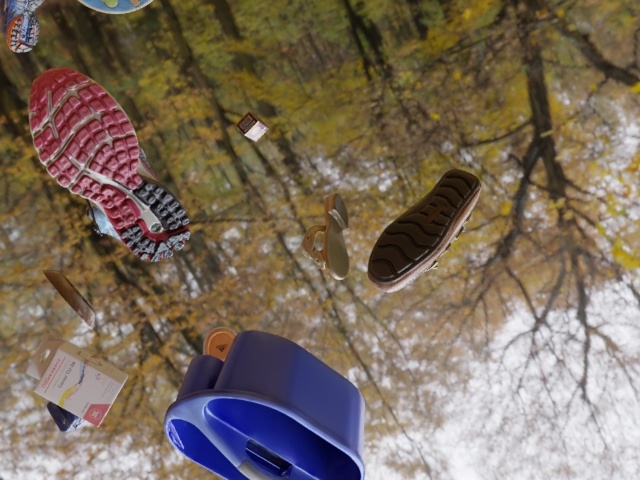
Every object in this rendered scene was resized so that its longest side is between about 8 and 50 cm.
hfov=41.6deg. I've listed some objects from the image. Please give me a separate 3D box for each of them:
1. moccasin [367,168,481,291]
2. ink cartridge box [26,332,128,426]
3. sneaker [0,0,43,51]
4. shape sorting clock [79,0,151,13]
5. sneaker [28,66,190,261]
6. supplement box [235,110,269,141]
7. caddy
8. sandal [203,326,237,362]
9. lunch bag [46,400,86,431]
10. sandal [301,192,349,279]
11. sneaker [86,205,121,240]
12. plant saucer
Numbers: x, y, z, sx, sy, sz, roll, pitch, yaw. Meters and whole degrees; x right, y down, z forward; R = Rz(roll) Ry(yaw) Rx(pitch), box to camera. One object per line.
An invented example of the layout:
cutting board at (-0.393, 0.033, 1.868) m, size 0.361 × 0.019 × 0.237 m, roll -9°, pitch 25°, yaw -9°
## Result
moccasin at (0.230, -0.009, 1.886) m, size 0.139 × 0.147 × 0.380 m, roll 22°, pitch -132°, yaw 21°
ink cartridge box at (-0.531, 0.297, 1.812) m, size 0.115 × 0.198 × 0.067 m, roll -59°, pitch -174°, yaw 7°
sneaker at (-0.612, -0.496, 1.708) m, size 0.083 × 0.087 × 0.221 m, roll -15°, pitch 139°, yaw -52°
shape sorting clock at (-0.364, -0.504, 1.478) m, size 0.206 × 0.206 × 0.040 m, roll -26°, pitch -167°, yaw 2°
sneaker at (-0.289, -0.097, 1.115) m, size 0.120 × 0.299 × 0.112 m, roll -36°, pitch -140°, yaw -11°
supplement box at (-0.182, -0.304, 2.254) m, size 0.055 × 0.043 × 0.083 m, roll -45°, pitch 164°, yaw 9°
caddy at (-0.080, 0.300, 1.320) m, size 0.241 × 0.341 × 0.179 m, roll -31°, pitch -147°, yaw 34°
sandal at (-0.173, 0.299, 1.595) m, size 0.101 × 0.265 × 0.076 m, roll -13°, pitch -172°, yaw -5°
lunch bag at (-0.593, 0.404, 1.982) m, size 0.067 × 0.098 × 0.065 m, roll -50°, pitch 155°, yaw 19°
sandal at (0.003, 0.005, 1.598) m, size 0.079 × 0.088 × 0.240 m, roll -22°, pitch -148°, yaw 20°
sneaker at (-0.422, -0.037, 1.712) m, size 0.073 × 0.162 × 0.063 m, roll -11°, pitch -119°, yaw 7°
plant saucer at (-0.640, 0.144, 2.177) m, size 0.036 × 0.199 × 0.198 m, roll -41°, pitch -159°, yaw -12°
